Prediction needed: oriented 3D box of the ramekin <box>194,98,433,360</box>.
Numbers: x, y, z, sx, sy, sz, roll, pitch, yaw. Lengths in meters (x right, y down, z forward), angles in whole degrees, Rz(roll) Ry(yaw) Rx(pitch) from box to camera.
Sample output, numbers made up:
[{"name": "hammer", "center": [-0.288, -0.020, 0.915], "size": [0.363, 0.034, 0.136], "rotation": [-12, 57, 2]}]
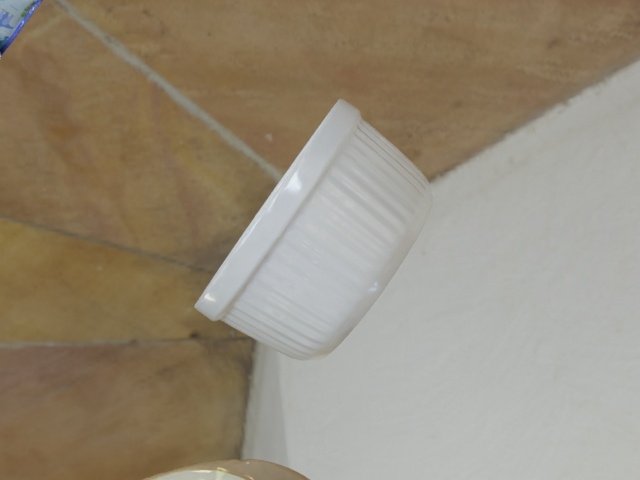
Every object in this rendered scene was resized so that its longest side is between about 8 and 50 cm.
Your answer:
[{"name": "ramekin", "center": [0.000, 0.000, 0.854], "size": [0.109, 0.207, 0.207], "rotation": [36, 129, -4]}]

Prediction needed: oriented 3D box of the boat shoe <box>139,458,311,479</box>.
[{"name": "boat shoe", "center": [-0.118, 0.174, 0.391], "size": [0.285, 0.092, 0.103], "rotation": [-25, 126, 13]}]

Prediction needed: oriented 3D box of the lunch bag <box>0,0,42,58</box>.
[{"name": "lunch bag", "center": [-0.435, -0.290, 1.313], "size": [0.129, 0.096, 0.151], "rotation": [37, 110, -22]}]
